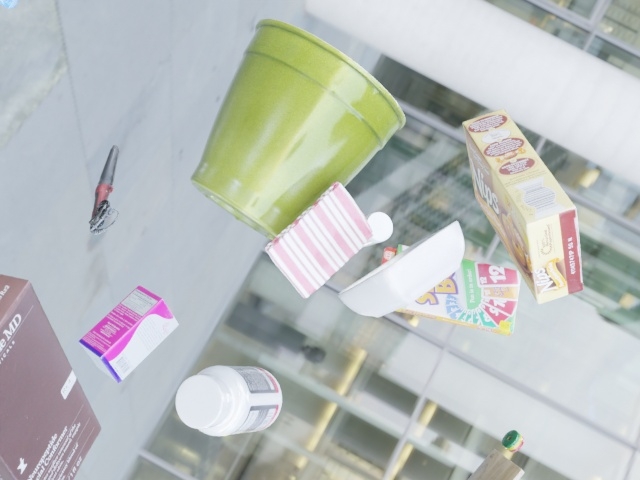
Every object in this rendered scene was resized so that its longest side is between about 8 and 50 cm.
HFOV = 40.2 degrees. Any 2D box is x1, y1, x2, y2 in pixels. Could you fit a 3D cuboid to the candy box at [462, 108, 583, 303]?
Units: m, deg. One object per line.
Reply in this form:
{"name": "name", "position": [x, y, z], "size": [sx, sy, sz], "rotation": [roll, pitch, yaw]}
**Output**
{"name": "candy box", "position": [0.342, -0.065, 1.499], "size": [0.316, 0.087, 0.183], "rotation": [-106, 179, -51]}

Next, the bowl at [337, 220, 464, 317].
{"name": "bowl", "position": [0.104, 0.042, 1.057], "size": [0.142, 0.053, 0.142], "rotation": [-33, 179, -30]}

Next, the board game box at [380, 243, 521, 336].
{"name": "board game box", "position": [0.236, 0.089, 1.627], "size": [0.039, 0.259, 0.124], "rotation": [89, 13, -67]}

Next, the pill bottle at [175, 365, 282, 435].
{"name": "pill bottle", "position": [-0.237, 0.411, 2.250], "size": [0.176, 0.176, 0.318], "rotation": [-62, 158, 2]}

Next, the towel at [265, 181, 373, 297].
{"name": "towel", "position": [0.000, 0.000, 1.673], "size": [0.197, 0.144, 0.029], "rotation": [-43, -148, -11]}

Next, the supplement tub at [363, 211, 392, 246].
{"name": "supplement tub", "position": [0.114, -0.024, 2.035], "size": [0.071, 0.071, 0.107], "rotation": [-61, -164, -19]}

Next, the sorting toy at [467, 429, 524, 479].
{"name": "sorting toy", "position": [0.374, 0.547, 1.912], "size": [0.274, 0.046, 0.132], "rotation": [-48, -165, -6]}

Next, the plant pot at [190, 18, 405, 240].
{"name": "plant pot", "position": [-0.076, -0.197, 1.792], "size": [0.353, 0.366, 0.366], "rotation": [-56, 176, -5]}

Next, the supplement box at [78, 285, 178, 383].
{"name": "supplement box", "position": [-0.495, 0.240, 2.273], "size": [0.220, 0.114, 0.111], "rotation": [-44, 136, -24]}

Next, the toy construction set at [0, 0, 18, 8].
{"name": "toy construction set", "position": [-0.617, -0.456, 1.319], "size": [0.215, 0.328, 0.151], "rotation": [-5, 126, -59]}

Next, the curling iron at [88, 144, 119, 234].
{"name": "curling iron", "position": [-0.429, -0.107, 1.775], "size": [0.068, 0.035, 0.274], "rotation": [-29, -145, 17]}

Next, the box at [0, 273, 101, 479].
{"name": "box", "position": [-0.465, 0.236, 1.284], "size": [0.381, 0.143, 0.191], "rotation": [80, 24, -46]}
